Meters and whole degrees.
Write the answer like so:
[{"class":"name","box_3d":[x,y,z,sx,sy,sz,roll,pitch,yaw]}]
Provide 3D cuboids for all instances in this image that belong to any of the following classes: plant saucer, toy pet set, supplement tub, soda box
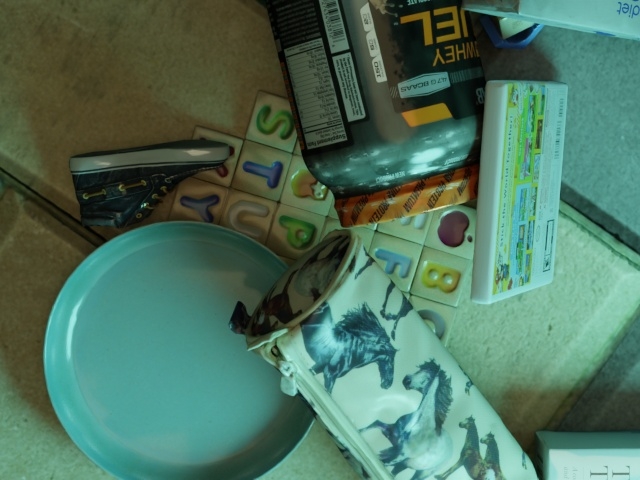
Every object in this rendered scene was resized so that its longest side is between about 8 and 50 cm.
[{"class":"plant saucer","box_3d":[-0.150,0.130,1.761,0.318,0.043,0.317,0,101,1]},{"class":"toy pet set","box_3d":[0.202,-0.272,1.722,0.122,0.065,0.114,-26,61,0]},{"class":"supplement tub","box_3d":[0.060,-0.195,1.639,0.207,0.207,0.338,-14,95,2]},{"class":"soda box","box_3d":[0.286,-0.264,1.624,0.286,0.091,0.098,3,99,-36]}]

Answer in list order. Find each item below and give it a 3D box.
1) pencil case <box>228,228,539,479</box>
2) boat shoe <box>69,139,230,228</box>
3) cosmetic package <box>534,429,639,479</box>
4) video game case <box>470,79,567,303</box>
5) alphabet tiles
[{"class":"pencil case","box_3d":[0.082,0.195,1.680,0.410,0.160,0.183,53,57,-17]},{"class":"boat shoe","box_3d":[-0.184,-0.062,1.734,0.183,0.065,0.083,-5,101,13]},{"class":"cosmetic package","box_3d":[0.388,0.405,1.777,0.284,0.097,0.377,-1,97,-3]},{"class":"video game case","box_3d":[0.213,-0.056,1.670,0.026,0.206,0.227,7,98,26]},{"class":"alphabet tiles","box_3d":[0.000,0.000,1.768,0.343,0.011,0.285,17,96,-2]}]
